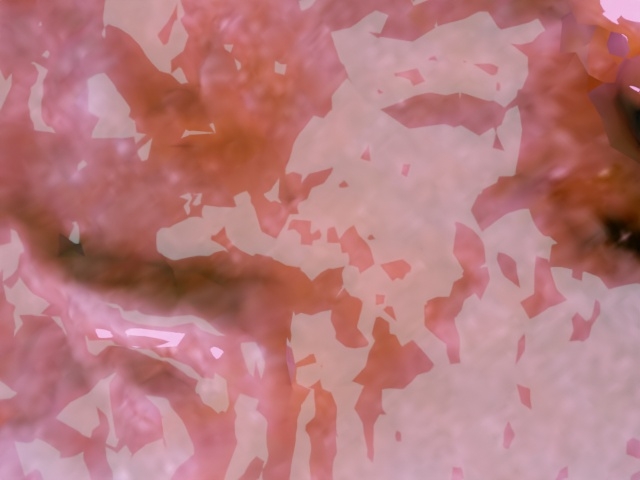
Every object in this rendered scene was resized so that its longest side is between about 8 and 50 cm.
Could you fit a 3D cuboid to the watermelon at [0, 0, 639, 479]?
[{"bbox_3d":[-0.002,0.007,0.418,0.302,0.151,0.264,-45,77,3],"label":"watermelon"}]
